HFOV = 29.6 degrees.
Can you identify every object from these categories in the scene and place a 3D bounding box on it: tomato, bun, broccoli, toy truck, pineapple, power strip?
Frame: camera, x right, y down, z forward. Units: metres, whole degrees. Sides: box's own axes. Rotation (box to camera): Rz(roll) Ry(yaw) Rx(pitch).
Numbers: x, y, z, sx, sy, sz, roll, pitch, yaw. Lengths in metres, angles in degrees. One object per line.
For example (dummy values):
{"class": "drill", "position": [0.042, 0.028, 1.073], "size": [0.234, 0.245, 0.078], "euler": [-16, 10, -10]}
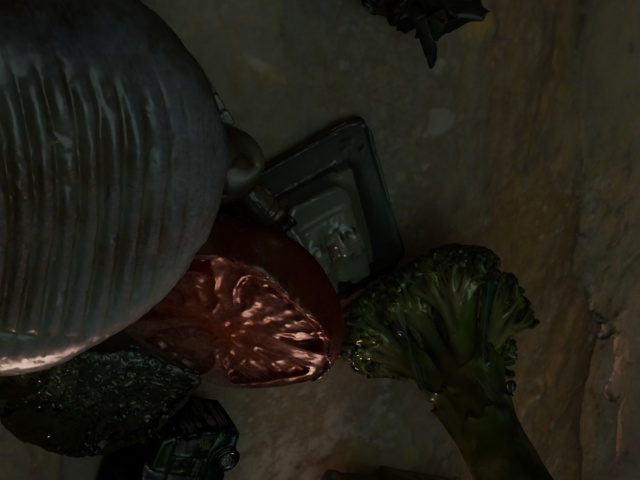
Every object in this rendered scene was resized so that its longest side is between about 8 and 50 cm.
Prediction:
{"class": "tomato", "position": [-0.087, 0.050, 1.189], "size": [0.237, 0.236, 0.095], "euler": [55, 41, -40]}
{"class": "bun", "position": [-0.260, -0.067, 0.984], "size": [0.361, 0.211, 0.362], "euler": [-15, 127, -22]}
{"class": "broccoli", "position": [0.147, 0.161, 1.291], "size": [0.221, 0.361, 0.252], "euler": [-32, 112, 10]}
{"class": "toy truck", "position": [-0.183, 0.294, 1.324], "size": [0.121, 0.088, 0.259], "euler": [9, 112, -35]}
{"class": "pineapple", "position": [0.064, -0.263, 1.146], "size": [0.128, 0.128, 0.248], "euler": [-53, 135, 4]}
{"class": "power strip", "position": [0.000, 0.000, 1.287], "size": [0.198, 0.064, 0.213], "euler": [-32, 128, -16]}

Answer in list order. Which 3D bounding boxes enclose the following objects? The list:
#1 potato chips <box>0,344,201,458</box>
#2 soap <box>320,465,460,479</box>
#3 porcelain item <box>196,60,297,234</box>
{"class": "potato chips", "position": [-0.237, 0.127, 1.199], "size": [0.202, 0.029, 0.220], "euler": [-21, 121, 6]}
{"class": "soap", "position": [0.058, 0.465, 1.521], "size": [0.304, 0.169, 0.339], "euler": [18, 104, -38]}
{"class": "porcelain item", "position": [-0.099, -0.083, 1.161], "size": [0.084, 0.054, 0.213], "euler": [-40, 120, 0]}
